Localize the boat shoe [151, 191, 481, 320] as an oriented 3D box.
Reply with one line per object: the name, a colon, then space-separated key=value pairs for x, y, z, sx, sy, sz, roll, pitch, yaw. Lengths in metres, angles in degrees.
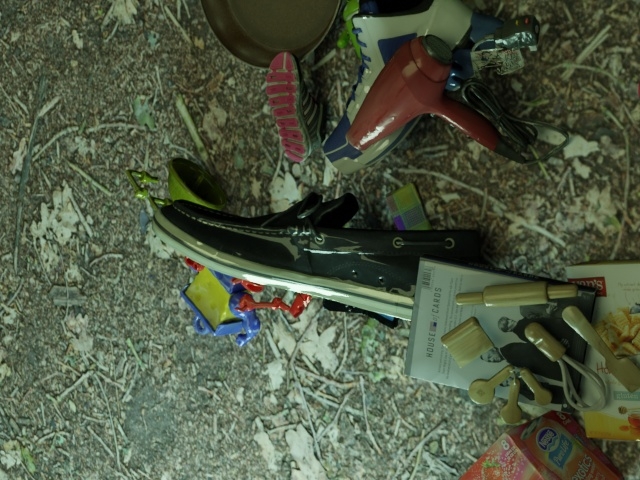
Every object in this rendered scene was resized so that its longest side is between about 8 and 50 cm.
boat shoe: x=0.000 y=0.000 z=1.991 sx=0.500 sy=0.187 sz=0.155 roll=13 pitch=97 yaw=13

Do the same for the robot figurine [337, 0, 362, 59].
robot figurine: x=0.074 y=-0.309 z=2.002 sx=0.101 sy=0.067 sz=0.115 roll=-24 pitch=82 yaw=30

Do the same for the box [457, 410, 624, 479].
box: x=0.261 y=0.388 z=1.926 sx=0.142 sy=0.154 sz=0.300 roll=52 pitch=128 yaw=21

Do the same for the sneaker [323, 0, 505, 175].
sneaker: x=0.094 y=-0.254 z=1.915 sx=0.182 sy=0.127 sz=0.315 roll=41 pitch=122 yaw=-11

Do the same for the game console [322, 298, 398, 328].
game console: x=0.067 y=0.064 z=2.080 sx=0.071 sy=0.107 sz=0.122 roll=-116 pitch=33 yaw=-69

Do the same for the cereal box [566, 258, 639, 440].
cereal box: x=0.419 y=0.144 z=1.806 sx=0.173 sy=0.047 sz=0.240 roll=-5 pitch=96 yaw=44

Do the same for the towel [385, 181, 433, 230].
towel: x=0.132 y=-0.042 z=2.044 sx=0.060 sy=0.009 sz=0.083 roll=-29 pitch=80 yaw=40

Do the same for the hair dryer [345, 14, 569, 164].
hair dryer: x=0.171 y=-0.172 z=1.826 sx=0.294 sy=0.080 sz=0.223 roll=-7 pitch=120 yaw=17

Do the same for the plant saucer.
plant saucer: x=-0.070 y=-0.421 z=2.118 sx=0.311 sy=0.050 sz=0.310 roll=10 pitch=106 yaw=39

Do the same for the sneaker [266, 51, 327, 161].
sneaker: x=-0.032 y=-0.210 z=2.105 sx=0.063 sy=0.075 sz=0.170 roll=1 pitch=111 yaw=40

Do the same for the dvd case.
dvd case: x=0.240 y=0.125 z=1.854 sx=0.239 sy=0.029 sz=0.179 roll=12 pitch=110 yaw=16

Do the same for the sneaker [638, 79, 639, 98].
sneaker: x=0.511 y=-0.122 z=1.633 sx=0.299 sy=0.112 sz=0.120 roll=34 pitch=119 yaw=31

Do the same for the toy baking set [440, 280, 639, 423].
toy baking set: x=0.291 y=0.144 z=1.814 sx=0.256 sy=0.030 sz=0.196 roll=-10 pitch=106 yaw=21

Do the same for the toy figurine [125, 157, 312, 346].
toy figurine: x=-0.195 y=0.059 z=2.239 sx=0.362 sy=0.191 sz=0.217 roll=46 pitch=130 yaw=26
